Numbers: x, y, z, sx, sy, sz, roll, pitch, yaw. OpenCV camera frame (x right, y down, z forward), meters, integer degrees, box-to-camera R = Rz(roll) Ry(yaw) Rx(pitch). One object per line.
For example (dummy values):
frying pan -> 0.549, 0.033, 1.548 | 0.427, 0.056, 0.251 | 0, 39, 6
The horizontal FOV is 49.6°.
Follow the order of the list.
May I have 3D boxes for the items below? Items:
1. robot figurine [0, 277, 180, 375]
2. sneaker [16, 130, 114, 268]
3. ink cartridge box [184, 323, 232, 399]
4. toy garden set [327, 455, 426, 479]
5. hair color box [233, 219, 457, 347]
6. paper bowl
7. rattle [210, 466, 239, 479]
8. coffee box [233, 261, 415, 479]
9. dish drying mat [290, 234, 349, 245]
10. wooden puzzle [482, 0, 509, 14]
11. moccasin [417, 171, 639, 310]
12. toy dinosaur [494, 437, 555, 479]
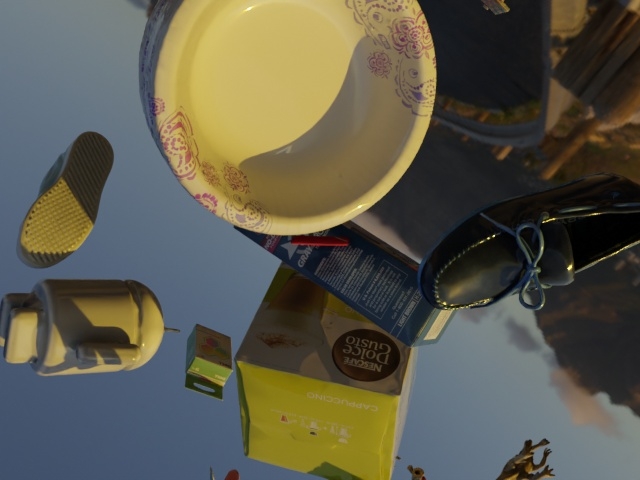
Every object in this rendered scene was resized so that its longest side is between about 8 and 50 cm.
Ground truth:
robot figurine -> -0.486, 0.180, 1.467 | 0.353, 0.199, 0.300 | 4, -158, -36
sneaker -> -0.574, -0.073, 1.542 | 0.135, 0.150, 0.366 | 37, -133, -23
ink cartridge box -> -0.293, 0.317, 1.823 | 0.109, 0.062, 0.209 | 25, -159, -19
toy garden set -> 0.147, 0.543, 1.524 | 0.244, 0.049, 0.204 | 23, -137, 28
hair color box -> 0.049, 0.031, 1.109 | 0.347, 0.105, 0.174 | 33, -174, 21
paper bowl -> -0.039, -0.159, 0.703 | 0.284, 0.284, 0.148 | 33, -175, -31
rattle -> -0.183, 0.502, 1.215 | 0.130, 0.143, 0.199 | 34, 145, 15
coffee box -> 0.031, 0.291, 1.532 | 0.338, 0.338, 0.334 | 11, -140, 12
dish drying mat -> 0.000, 0.000, 1.016 | 0.083, 0.008, 0.032 | 3, -162, 8
wooden puzzle -> 0.291, -0.402, 1.165 | 0.049, 0.006, 0.083 | 38, -177, -17
moccasin -> 0.292, -0.002, 0.902 | 0.117, 0.342, 0.137 | 50, 165, 58
toy dinosaur -> 0.268, 0.319, 0.951 | 0.183, 0.092, 0.053 | -12, -117, -44
